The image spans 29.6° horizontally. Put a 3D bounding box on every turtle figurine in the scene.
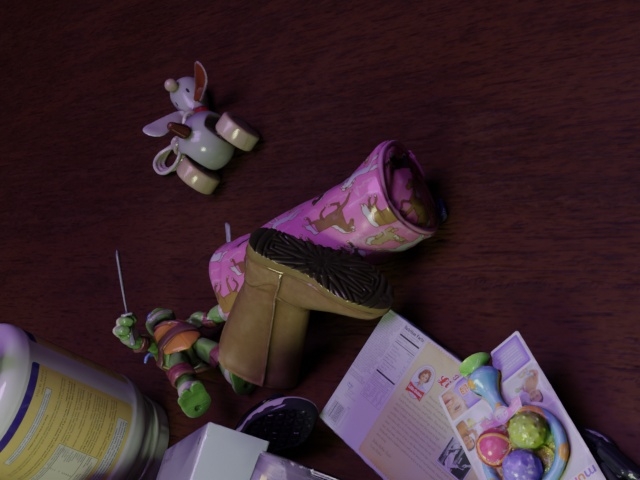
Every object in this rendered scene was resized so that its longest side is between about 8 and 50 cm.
[{"bbox_3d":[-0.221,0.137,1.964,0.266,0.197,0.275,45,117,45],"label":"turtle figurine"}]

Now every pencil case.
[{"bbox_3d":[0.000,0.000,1.849,0.386,0.167,0.160,-31,63,31],"label":"pencil case"}]

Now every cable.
[{"bbox_3d":[0.292,0.293,1.393,0.150,0.047,0.184,-59,39,8],"label":"cable"}]

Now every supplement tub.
[{"bbox_3d":[-0.441,0.303,2.003,0.241,0.331,0.241,-30,44,34],"label":"supplement tub"}]

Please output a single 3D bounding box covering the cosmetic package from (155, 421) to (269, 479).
[{"bbox_3d":[-0.193,0.421,1.694,0.377,0.097,0.284,137,150,-68],"label":"cosmetic package"}]

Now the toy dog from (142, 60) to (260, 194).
[{"bbox_3d":[-0.256,-0.229,2.314,0.333,0.161,0.220,24,84,54],"label":"toy dog"}]

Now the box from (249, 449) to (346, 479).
[{"bbox_3d":[0.010,0.483,1.402,0.318,0.097,0.395,17,79,17],"label":"box"}]

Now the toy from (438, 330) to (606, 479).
[{"bbox_3d":[0.220,0.228,1.413,0.137,0.056,0.237,-43,44,20],"label":"toy"}]

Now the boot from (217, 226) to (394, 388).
[{"bbox_3d":[-0.025,0.123,1.781,0.089,0.236,0.269,-51,-18,-44],"label":"boot"}]

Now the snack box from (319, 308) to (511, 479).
[{"bbox_3d":[0.140,0.236,1.592,0.187,0.060,0.322,-57,36,3],"label":"snack box"}]

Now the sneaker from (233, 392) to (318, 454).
[{"bbox_3d":[-0.074,0.257,1.784,0.234,0.084,0.097,-40,24,50],"label":"sneaker"}]
